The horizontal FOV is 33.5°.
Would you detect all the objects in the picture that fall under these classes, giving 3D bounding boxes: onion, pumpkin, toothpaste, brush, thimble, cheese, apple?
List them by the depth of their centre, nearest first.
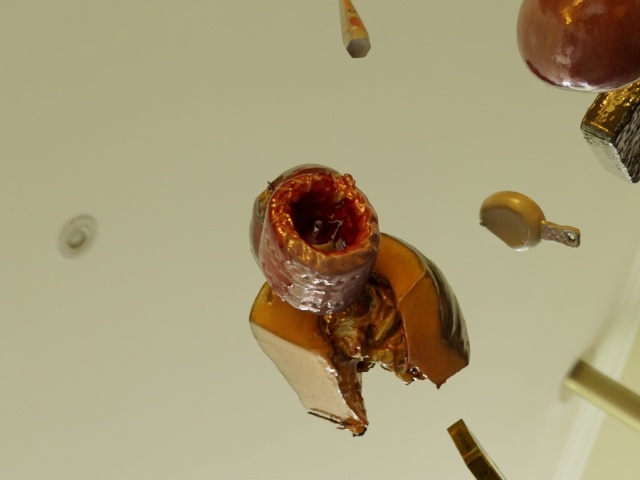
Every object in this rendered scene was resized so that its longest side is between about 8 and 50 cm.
[{"bbox_3d":[0.279,-0.228,1.105,0.153,0.153,0.120,-37,-46,-30],"label":"apple"},{"bbox_3d":[0.414,-0.157,1.401,0.123,0.059,0.197,-55,-30,3],"label":"brush"},{"bbox_3d":[-0.003,0.004,1.522,0.163,0.190,0.125,2,-42,-11],"label":"thimble"},{"bbox_3d":[0.061,0.129,1.651,0.303,0.256,0.225,-31,-48,-4],"label":"pumpkin"},{"bbox_3d":[0.334,-0.019,1.700,0.047,0.171,0.092,-38,-29,-39],"label":"cheese"},{"bbox_3d":[0.050,-0.359,1.747,0.042,0.194,0.067,-17,-53,5],"label":"toothpaste"},{"bbox_3d":[-0.036,-0.018,1.828,0.161,0.248,0.248,-2,-57,-21],"label":"onion"}]

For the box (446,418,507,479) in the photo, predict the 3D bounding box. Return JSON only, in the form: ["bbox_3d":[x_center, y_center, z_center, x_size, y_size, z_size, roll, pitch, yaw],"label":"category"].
[{"bbox_3d":[0.241,0.334,1.397,0.030,0.193,0.121,-37,12,3],"label":"box"}]
